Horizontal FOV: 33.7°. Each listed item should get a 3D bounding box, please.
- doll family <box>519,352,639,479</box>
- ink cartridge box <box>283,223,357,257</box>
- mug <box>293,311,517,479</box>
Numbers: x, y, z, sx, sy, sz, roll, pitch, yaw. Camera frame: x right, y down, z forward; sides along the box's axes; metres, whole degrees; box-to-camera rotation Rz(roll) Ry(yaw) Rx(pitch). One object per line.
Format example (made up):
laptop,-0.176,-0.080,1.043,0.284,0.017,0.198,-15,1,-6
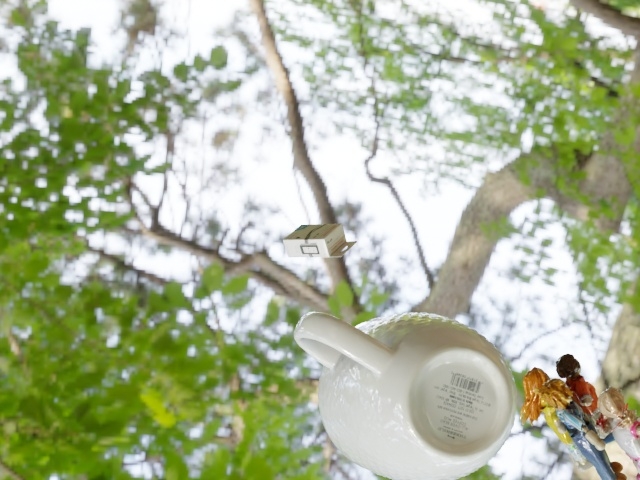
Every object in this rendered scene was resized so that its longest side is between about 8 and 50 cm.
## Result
doll family,0.341,0.242,1.407,0.118,0.163,0.263,-33,-170,-1
ink cartridge box,0.000,0.000,1.375,0.083,0.028,0.048,-1,-154,34
mug,0.124,0.226,1.680,0.374,0.276,0.328,33,168,-8
